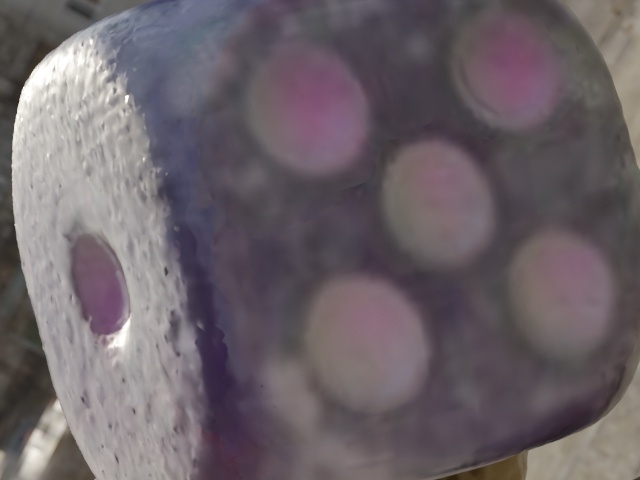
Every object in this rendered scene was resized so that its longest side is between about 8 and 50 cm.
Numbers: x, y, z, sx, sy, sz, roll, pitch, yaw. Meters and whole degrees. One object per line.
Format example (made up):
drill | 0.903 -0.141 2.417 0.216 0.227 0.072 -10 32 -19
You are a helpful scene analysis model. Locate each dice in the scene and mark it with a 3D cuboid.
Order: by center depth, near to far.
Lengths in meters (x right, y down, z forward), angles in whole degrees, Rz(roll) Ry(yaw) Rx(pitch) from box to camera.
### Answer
dice | 0.000 0.000 1.025 0.270 0.271 0.270 -19 84 62

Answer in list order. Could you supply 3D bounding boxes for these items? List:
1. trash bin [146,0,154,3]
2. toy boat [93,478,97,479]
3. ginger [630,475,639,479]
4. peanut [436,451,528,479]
trash bin | -0.081 -0.050 1.443 0.182 0.290 0.209 -43 1 32
toy boat | -0.125 0.226 1.510 0.262 0.114 0.115 -45 16 -27
ginger | 0.198 0.193 0.992 0.221 0.130 0.276 -39 -1 -9
peanut | 0.016 0.187 1.207 0.291 0.159 0.143 -23 -3 -23
